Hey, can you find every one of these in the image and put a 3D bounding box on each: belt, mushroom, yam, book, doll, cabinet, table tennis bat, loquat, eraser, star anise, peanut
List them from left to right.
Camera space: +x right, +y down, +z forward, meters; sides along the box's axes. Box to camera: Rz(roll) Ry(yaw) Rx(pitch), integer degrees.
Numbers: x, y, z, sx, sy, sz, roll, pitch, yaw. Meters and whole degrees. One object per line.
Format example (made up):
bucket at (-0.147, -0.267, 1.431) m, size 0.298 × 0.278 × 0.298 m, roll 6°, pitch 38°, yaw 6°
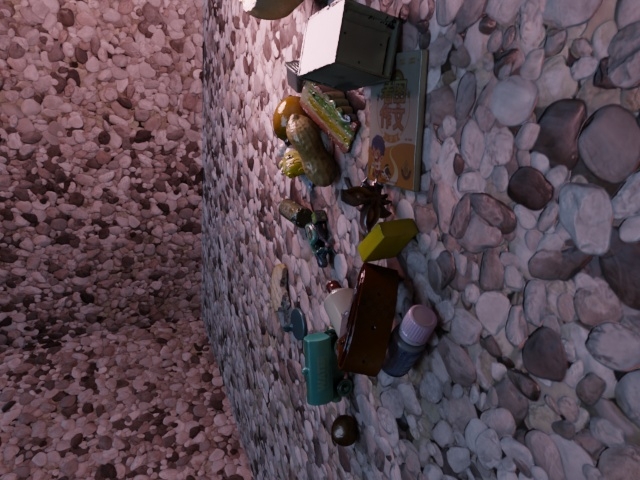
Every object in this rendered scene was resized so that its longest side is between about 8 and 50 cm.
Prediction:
doll at (-0.097, -0.277, 1.612) m, size 0.062 × 0.106 × 0.162 m, roll 58°, pitch -169°, yaw -51°
yam at (-0.090, -0.098, 1.658) m, size 0.179 × 0.078 × 0.078 m, roll -145°, pitch 52°, yaw -58°
table tennis bat at (-0.100, 0.329, 1.857) m, size 0.201 × 0.033 × 0.124 m, roll -37°, pitch 61°, yaw 60°
loquat at (-0.080, -0.371, 1.489) m, size 0.163 × 0.137 × 0.163 m, roll -7°, pitch 82°, yaw 52°
peanut at (-0.027, -0.262, 1.391) m, size 0.103 × 0.098 × 0.229 m, roll -8°, pitch 114°, yaw 49°
mushroom at (0.070, 0.608, 1.500) m, size 0.088 × 0.073 × 0.129 m, roll 33°, pitch 135°, yaw 22°
cabinet at (0.061, -0.447, 1.107) m, size 0.206 × 0.145 × 0.150 m, roll 21°, pitch 102°, yaw 63°
star anise at (0.079, -0.103, 1.217) m, size 0.227 × 0.148 × 0.218 m, roll -29°, pitch 45°, yaw 65°
belt at (0.111, 0.184, 1.136) m, size 0.184 × 0.105 × 0.261 m, roll 113°, pitch 171°, yaw -77°
eraser at (0.155, 0.000, 1.111) m, size 0.122 × 0.097 × 0.045 m, roll -55°, pitch 48°, yaw 54°
book at (0.170, -0.272, 1.100) m, size 0.208 × 0.020 × 0.295 m, roll -149°, pitch 56°, yaw -62°

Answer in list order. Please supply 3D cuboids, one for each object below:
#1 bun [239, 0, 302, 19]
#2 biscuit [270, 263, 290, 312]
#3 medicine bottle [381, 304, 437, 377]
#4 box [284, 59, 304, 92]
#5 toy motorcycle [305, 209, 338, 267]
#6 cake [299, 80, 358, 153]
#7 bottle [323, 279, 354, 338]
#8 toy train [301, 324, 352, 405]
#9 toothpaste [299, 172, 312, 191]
bun at (-0.106, -0.809, 1.351) m, size 0.364 × 0.202 × 0.364 m, roll -2°, pitch 88°, yaw 64°
biscuit at (-0.169, 0.208, 1.969) m, size 0.188 × 0.040 × 0.265 m, roll -121°, pitch 34°, yaw -47°
medicine bottle at (0.198, 0.230, 1.092) m, size 0.203 × 0.083 × 0.083 m, roll 107°, pitch 147°, yaw -45°
box at (-0.058, -0.506, 1.476) m, size 0.122 × 0.084 × 0.069 m, roll -124°, pitch 28°, yaw -48°
toy motorcycle at (0.000, 0.000, 1.510) m, size 0.100 × 0.058 × 0.173 m, roll -46°, pitch 52°, yaw 53°
cake at (0.043, -0.360, 1.338) m, size 0.225 × 0.090 × 0.109 m, roll 52°, pitch 143°, yaw 19°
bottle at (0.078, 0.211, 1.332) m, size 0.104 × 0.104 × 0.245 m, roll 106°, pitch 148°, yaw -41°
toy train at (0.013, 0.385, 1.465) m, size 0.101 × 0.159 × 0.248 m, roll 11°, pitch 105°, yaw 60°
toothpaste at (-0.068, -0.237, 1.633) m, size 0.190 × 0.031 × 0.048 m, roll 54°, pitch 134°, yaw 42°
